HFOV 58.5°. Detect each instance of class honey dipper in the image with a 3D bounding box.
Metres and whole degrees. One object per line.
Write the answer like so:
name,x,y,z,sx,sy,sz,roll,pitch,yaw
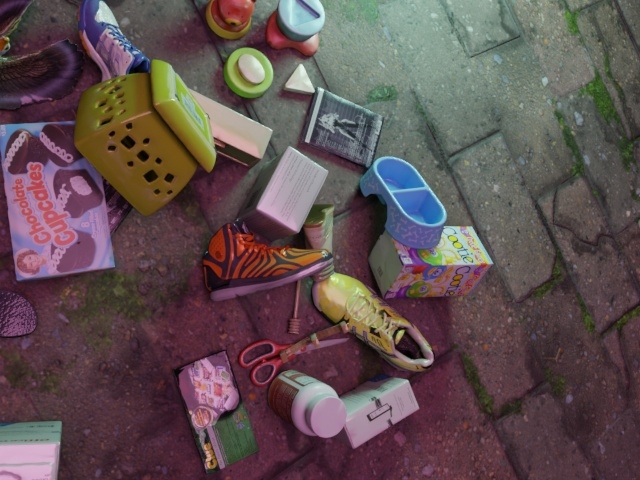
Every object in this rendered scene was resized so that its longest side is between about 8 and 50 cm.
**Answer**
honey dipper,-0.060,0.159,1.472,0.030,0.030,0.160,12,77,-21

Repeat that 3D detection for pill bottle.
pill bottle,-0.031,0.385,1.344,0.121,0.216,0.121,-1,91,-27

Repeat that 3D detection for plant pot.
plant pot,-0.354,-0.228,1.209,0.207,0.227,0.228,-27,134,7

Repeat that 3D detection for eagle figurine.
eagle figurine,-0.693,-0.393,1.222,0.298,0.225,0.226,-50,149,-50

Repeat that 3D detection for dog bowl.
dog bowl,0.223,-0.110,1.519,0.166,0.074,0.297,-8,51,-28

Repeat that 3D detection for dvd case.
dvd case,0.064,-0.310,1.592,0.221,0.018,0.164,20,77,-20

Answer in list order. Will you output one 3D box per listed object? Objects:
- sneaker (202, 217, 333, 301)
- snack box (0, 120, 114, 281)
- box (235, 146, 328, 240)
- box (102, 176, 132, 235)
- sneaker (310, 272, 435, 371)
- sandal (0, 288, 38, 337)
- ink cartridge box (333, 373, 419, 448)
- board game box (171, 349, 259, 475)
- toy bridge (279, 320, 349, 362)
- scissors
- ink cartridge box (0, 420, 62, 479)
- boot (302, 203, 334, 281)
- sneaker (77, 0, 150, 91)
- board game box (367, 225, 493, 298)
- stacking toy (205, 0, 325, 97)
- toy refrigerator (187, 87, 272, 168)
sneaker,-0.139,0.025,1.340,0.321,0.124,0.180,-15,89,12
snack box,-0.550,-0.085,1.197,0.187,0.060,0.322,-8,85,-22
box,-0.098,-0.109,1.408,0.119,0.181,0.182,31,72,-18
box,-0.512,-0.081,1.288,0.147,0.077,0.180,34,71,-15
sneaker,0.147,0.204,1.488,0.385,0.147,0.145,35,73,-12
sandal,-0.719,0.145,1.192,0.254,0.054,0.097,12,71,-11
ink cartridge box,0.120,0.425,1.446,0.203,0.148,0.086,-23,94,-23
board game box,-0.249,0.405,1.360,0.136,0.030,0.259,-17,90,-26
toy bridge,-0.013,0.250,1.434,0.188,0.063,0.026,-25,94,-3
scissors,-0.064,0.270,1.458,0.297,0.021,0.109,-23,92,-23
ink cartridge box,-0.596,0.452,1.096,0.171,0.233,0.168,5,81,-22
boot,0.000,0.000,1.462,0.077,0.213,0.165,-4,108,9
sneaker,-0.452,-0.423,1.316,0.112,0.131,0.296,-31,104,-62
board game box,0.293,0.057,1.543,0.275,0.142,0.144,0,48,-23
stacking toy,-0.123,-0.525,1.482,0.309,0.130,0.279,-6,85,-23
toy refrigerator,-0.266,-0.276,1.404,0.269,0.102,0.094,25,74,-19
